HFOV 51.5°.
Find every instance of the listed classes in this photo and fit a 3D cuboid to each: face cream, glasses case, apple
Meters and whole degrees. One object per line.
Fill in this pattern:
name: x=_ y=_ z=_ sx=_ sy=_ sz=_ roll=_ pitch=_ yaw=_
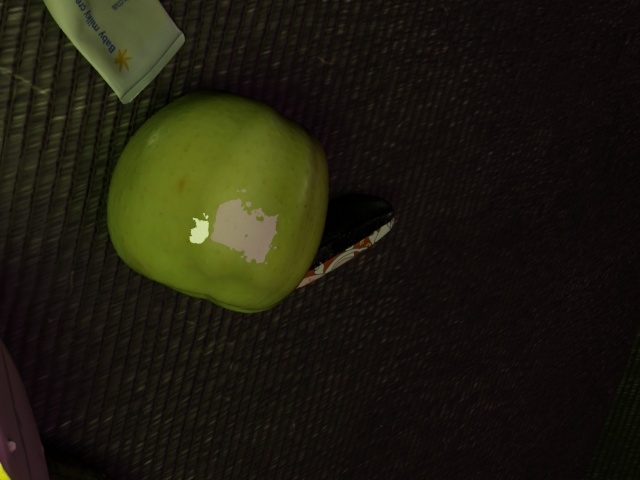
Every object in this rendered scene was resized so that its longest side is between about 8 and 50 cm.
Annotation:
face cream: x=-0.235 y=-0.258 z=0.714 sx=0.114 sy=0.070 sz=0.224 roll=-52 pitch=143 yaw=-13
glasses case: x=0.000 y=0.000 z=1.002 sx=0.266 sy=0.103 sz=0.067 roll=-29 pitch=127 yaw=-30
apple: x=-0.116 y=-0.044 z=0.796 sx=0.279 sy=0.279 sz=0.279 roll=-18 pitch=119 yaw=-36

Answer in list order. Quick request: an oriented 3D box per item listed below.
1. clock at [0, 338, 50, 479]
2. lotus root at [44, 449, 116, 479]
clock: x=-0.436 y=0.226 z=0.559 sx=0.376 sy=0.368 sz=0.251 roll=-20 pitch=150 yaw=-16
lotus root: x=-0.342 y=0.342 z=0.803 sx=0.173 sy=0.173 sz=0.309 roll=-51 pitch=133 yaw=-14
